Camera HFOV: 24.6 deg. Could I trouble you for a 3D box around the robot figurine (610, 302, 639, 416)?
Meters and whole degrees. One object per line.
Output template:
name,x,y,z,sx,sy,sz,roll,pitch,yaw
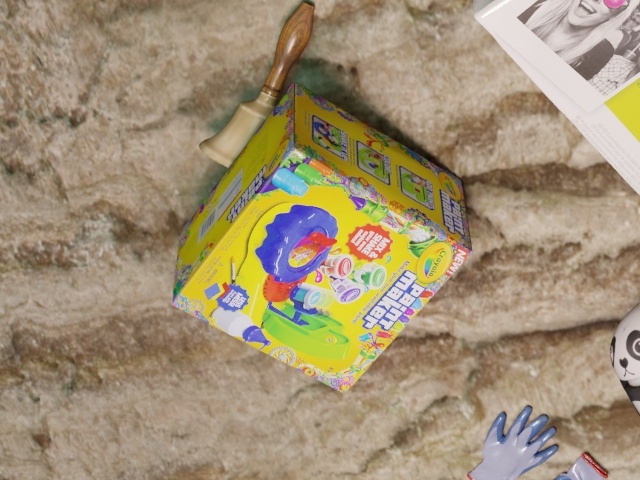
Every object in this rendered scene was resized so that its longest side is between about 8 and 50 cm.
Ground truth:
robot figurine,0.484,0.193,1.845,0.209,0.173,0.278,-33,91,21

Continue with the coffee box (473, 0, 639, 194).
coffee box,0.394,-0.306,1.572,0.334,0.338,0.338,-32,122,28

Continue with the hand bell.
hand bell,-0.064,-0.214,2.020,0.126,0.126,0.242,28,104,14

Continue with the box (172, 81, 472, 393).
box,0.000,0.000,1.943,0.279,0.177,0.290,28,120,-19

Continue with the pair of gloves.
pair of gloves,0.308,0.333,2.055,0.198,0.023,0.159,39,119,10
